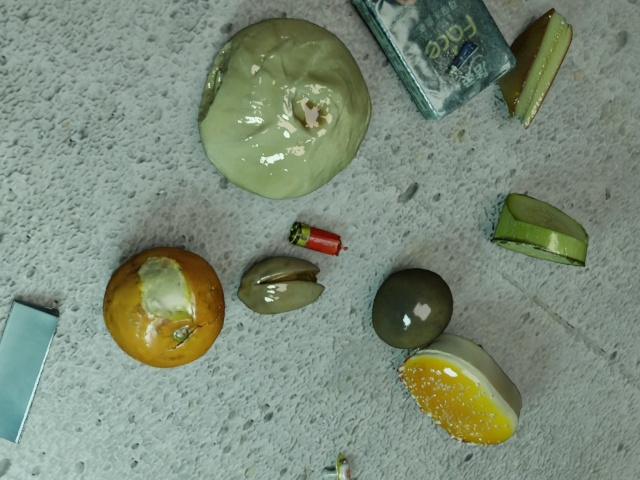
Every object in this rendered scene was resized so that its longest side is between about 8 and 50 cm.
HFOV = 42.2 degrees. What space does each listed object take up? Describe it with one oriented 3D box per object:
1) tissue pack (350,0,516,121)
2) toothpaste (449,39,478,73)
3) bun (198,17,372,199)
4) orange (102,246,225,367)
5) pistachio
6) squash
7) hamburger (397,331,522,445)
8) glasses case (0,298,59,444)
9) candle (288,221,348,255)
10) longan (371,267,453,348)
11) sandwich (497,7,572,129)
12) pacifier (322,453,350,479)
[{"bbox_3d":[0.241,-0.440,1.745,0.228,0.103,0.315,-37,107,-7],"label":"tissue pack"},{"bbox_3d":[0.293,-0.376,1.706,0.027,0.019,0.083,37,82,1],"label":"toothpaste"},{"bbox_3d":[-0.059,-0.256,1.632,0.364,0.202,0.364,-4,102,-18],"label":"bun"},{"bbox_3d":[-0.300,0.130,1.608,0.240,0.240,0.239,-3,99,-17],"label":"orange"},{"bbox_3d":[-0.082,0.094,1.729,0.185,0.124,0.124,-3,100,-23],"label":"pistachio"},{"bbox_3d":[0.498,-0.017,1.832,0.220,0.220,0.133,18,96,-19],"label":"squash"},{"bbox_3d":[0.312,0.337,1.832,0.295,0.227,0.151,51,59,-15],"label":"hamburger"},{"bbox_3d":[-0.591,0.256,1.636,0.105,0.056,0.266,19,93,5],"label":"glasses case"},{"bbox_3d":[0.000,0.000,1.769,0.131,0.052,0.052,16,94,-20],"label":"candle"},{"bbox_3d":[0.197,0.147,1.793,0.167,0.167,0.187,33,98,-19],"label":"longan"},{"bbox_3d":[0.466,-0.377,1.830,0.094,0.096,0.258,26,89,-26],"label":"sandwich"},{"bbox_3d":[0.036,0.524,1.870,0.064,0.068,0.083,-6,82,17],"label":"pacifier"}]
